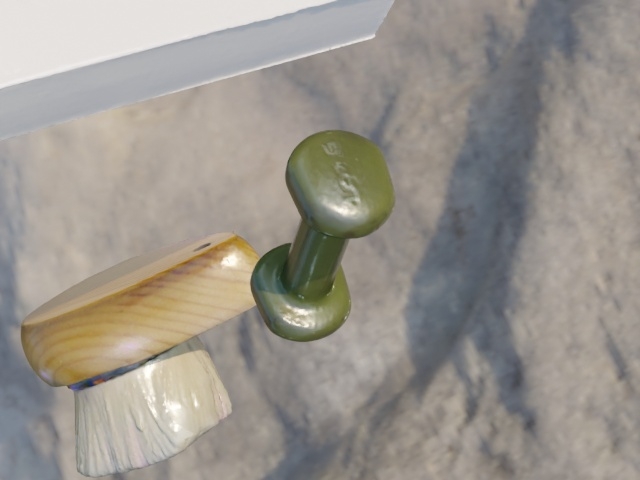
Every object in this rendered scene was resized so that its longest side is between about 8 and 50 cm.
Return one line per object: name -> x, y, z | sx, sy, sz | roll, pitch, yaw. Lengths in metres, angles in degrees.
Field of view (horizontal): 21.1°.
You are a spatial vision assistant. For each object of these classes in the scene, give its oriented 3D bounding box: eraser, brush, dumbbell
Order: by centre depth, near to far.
dumbbell -> 0.000, 0.000, 0.777 | 0.118, 0.046, 0.052 | 111, 144, -57
eraser -> -0.096, -0.145, 1.107 | 0.078, 0.298, 0.076 | 64, 155, 16
brush -> -0.137, 0.099, 1.563 | 0.266, 0.174, 0.166 | -21, 99, 36
